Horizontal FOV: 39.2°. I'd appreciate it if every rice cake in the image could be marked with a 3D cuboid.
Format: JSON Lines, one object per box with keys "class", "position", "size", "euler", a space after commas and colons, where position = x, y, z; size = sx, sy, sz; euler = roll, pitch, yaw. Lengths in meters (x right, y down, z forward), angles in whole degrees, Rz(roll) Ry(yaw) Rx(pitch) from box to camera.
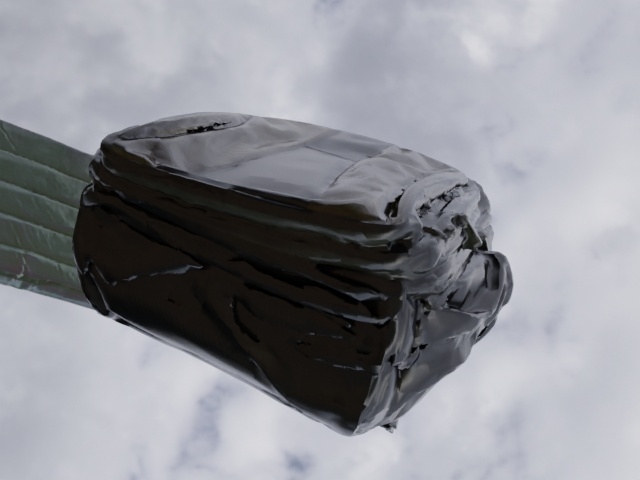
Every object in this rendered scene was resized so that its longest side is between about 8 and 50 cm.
{"class": "rice cake", "position": [-0.296, -0.033, 0.878], "size": [0.037, 0.198, 0.189], "euler": [-37, -132, 49]}

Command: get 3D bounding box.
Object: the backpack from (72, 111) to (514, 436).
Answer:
{"class": "backpack", "position": [0.000, 0.000, 0.475], "size": [0.206, 0.258, 0.133], "euler": [20, -68, 14]}
